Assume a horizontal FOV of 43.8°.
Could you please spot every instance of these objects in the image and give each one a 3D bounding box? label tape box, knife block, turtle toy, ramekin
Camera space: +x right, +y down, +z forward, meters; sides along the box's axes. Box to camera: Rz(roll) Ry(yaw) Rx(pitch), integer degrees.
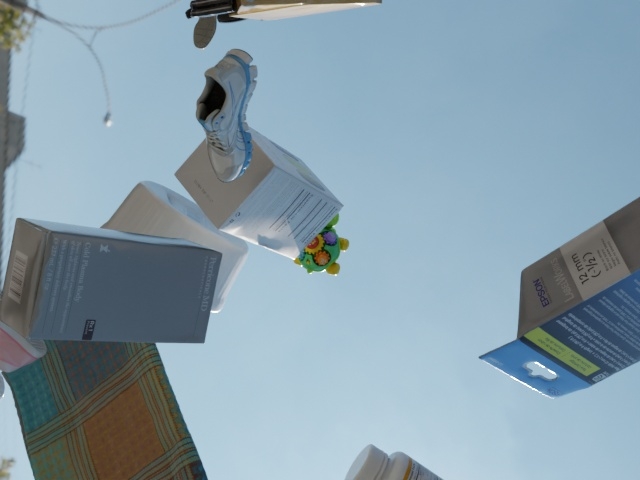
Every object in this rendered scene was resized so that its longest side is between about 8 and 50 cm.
[{"bbox_3d":[0.434,0.097,1.218,0.347,0.249,0.115,-35,-136,28],"label":"label tape box"},{"bbox_3d":[-0.066,-0.381,1.194,0.242,0.275,0.088,-138,-136,-77],"label":"knife block"},{"bbox_3d":[0.000,0.000,1.458,0.095,0.066,0.130,14,-106,25],"label":"turtle toy"},{"bbox_3d":[-0.269,0.004,1.509,0.135,0.277,0.277,-56,-140,5],"label":"ramekin"}]

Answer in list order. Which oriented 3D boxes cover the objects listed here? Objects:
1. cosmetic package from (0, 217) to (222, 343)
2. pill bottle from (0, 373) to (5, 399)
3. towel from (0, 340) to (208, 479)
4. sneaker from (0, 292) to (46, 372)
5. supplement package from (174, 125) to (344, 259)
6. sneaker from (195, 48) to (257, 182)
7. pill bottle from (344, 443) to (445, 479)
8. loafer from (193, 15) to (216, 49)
[{"bbox_3d":[-0.246,0.052,0.954,0.107,0.237,0.127,15,-84,49],"label":"cosmetic package"},{"bbox_3d":[-0.701,0.297,1.567,0.078,0.137,0.078,1,-89,35],"label":"pill bottle"},{"bbox_3d":[-0.319,0.263,1.136,0.271,0.040,0.370,-38,-121,15],"label":"towel"},{"bbox_3d":[-0.420,0.114,1.015,0.070,0.134,0.051,-33,-159,7],"label":"sneaker"},{"bbox_3d":[-0.094,-0.081,1.304,0.134,0.244,0.139,-47,-117,10],"label":"supplement package"},{"bbox_3d":[-0.138,-0.157,1.066,0.071,0.083,0.191,23,-52,23],"label":"sneaker"},{"bbox_3d":[0.145,0.415,1.256,0.117,0.215,0.117,-56,-178,2],"label":"pill bottle"},{"bbox_3d":[-0.237,-0.458,1.670,0.039,0.045,0.125,141,-39,-84],"label":"loafer"}]
